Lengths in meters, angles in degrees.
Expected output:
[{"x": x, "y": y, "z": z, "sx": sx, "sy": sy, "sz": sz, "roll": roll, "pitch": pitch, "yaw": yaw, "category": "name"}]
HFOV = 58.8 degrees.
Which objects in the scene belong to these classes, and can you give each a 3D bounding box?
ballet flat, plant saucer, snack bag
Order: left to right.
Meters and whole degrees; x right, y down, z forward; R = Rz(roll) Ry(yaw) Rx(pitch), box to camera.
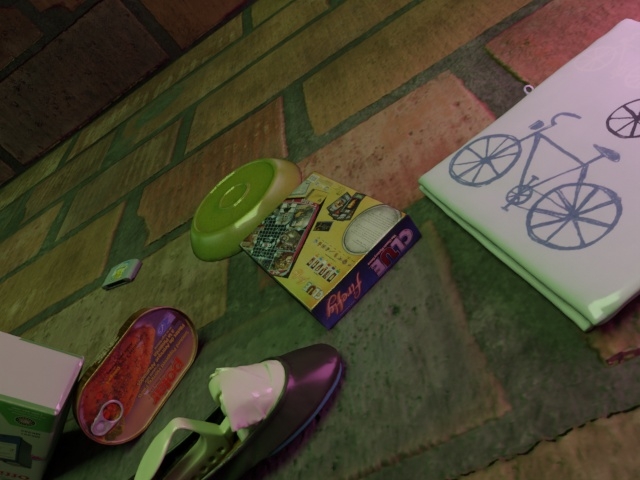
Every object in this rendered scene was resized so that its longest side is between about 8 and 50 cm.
[{"x": -0.097, "y": 0.196, "z": 0.579, "sx": 0.280, "sy": 0.096, "sz": 0.095, "roll": -45, "pitch": 33, "yaw": -9, "category": "ballet flat"}, {"x": -0.143, "y": -0.067, "z": 0.998, "sx": 0.241, "sy": 0.037, "sz": 0.241, "roll": -26, "pitch": 36, "yaw": 21, "category": "plant saucer"}, {"x": 0.304, "y": -0.101, "z": 0.592, "sx": 0.342, "sy": 0.037, "sz": 0.323, "roll": -39, "pitch": 33, "yaw": 2, "category": "snack bag"}]

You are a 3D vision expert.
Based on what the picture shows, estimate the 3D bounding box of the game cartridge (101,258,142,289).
[{"x": -0.386, "y": 0.064, "z": 1.103, "sx": 0.083, "sy": 0.017, "sz": 0.056, "roll": -19, "pitch": 34, "yaw": 29, "category": "game cartridge"}]

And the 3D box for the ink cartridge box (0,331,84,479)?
[{"x": -0.413, "y": 0.219, "z": 0.737, "sx": 0.093, "sy": 0.154, "sz": 0.212, "roll": -85, "pitch": 21, "yaw": -47, "category": "ink cartridge box"}]

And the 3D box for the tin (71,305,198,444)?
[{"x": -0.240, "y": 0.172, "z": 0.745, "sx": 0.040, "sy": 0.106, "sz": 0.190, "roll": -4, "pitch": 46, "yaw": 53, "category": "tin"}]

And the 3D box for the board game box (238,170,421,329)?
[{"x": 0.000, "y": 0.000, "z": 0.768, "sx": 0.165, "sy": 0.042, "sz": 0.243, "roll": -44, "pitch": 33, "yaw": -7, "category": "board game box"}]
